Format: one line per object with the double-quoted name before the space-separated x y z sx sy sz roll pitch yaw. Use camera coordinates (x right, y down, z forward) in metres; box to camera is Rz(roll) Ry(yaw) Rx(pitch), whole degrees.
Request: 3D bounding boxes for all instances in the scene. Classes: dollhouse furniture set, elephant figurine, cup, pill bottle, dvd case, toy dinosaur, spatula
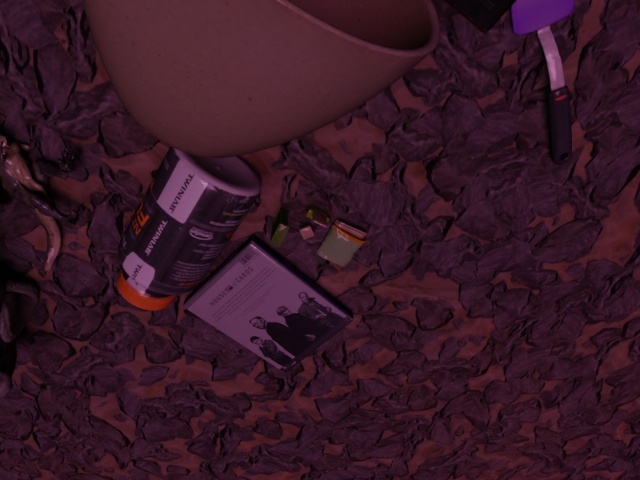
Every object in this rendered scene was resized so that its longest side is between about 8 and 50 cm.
"dollhouse furniture set" 0.000 0.000 0.698 0.152 0.058 0.076 24 116 -17
"elephant figurine" -0.521 0.113 0.680 0.169 0.186 0.239 10 95 -49
"cup" -0.088 -0.220 0.443 0.331 0.331 0.237 30 135 -20
"pill bottle" -0.199 -0.013 0.634 0.130 0.130 0.245 29 114 -19
"dvd case" -0.087 0.120 0.780 0.179 0.029 0.239 -41 115 18
"toy dinosaur" -0.393 -0.070 0.627 0.118 0.064 0.268 0 123 14
"spatula" 0.313 -0.228 0.604 0.084 0.030 0.296 -20 120 8

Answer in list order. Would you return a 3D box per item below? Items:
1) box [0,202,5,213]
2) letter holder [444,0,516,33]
"box" -0.539 -0.082 0.554 0.184 0.045 0.190 -33 124 -30
"letter holder" 0.080 -0.377 0.411 0.302 0.214 0.152 25 130 -23
